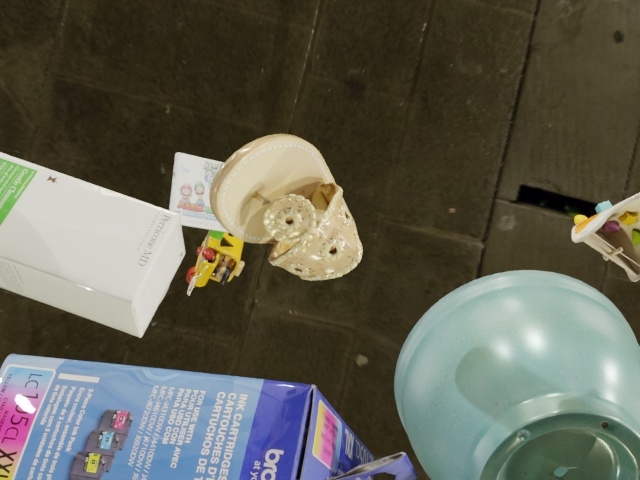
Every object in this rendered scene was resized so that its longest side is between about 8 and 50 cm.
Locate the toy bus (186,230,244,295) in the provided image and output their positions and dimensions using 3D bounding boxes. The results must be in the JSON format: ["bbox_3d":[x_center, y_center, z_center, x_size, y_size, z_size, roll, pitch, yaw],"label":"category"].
[{"bbox_3d":[-0.228,0.044,1.627,0.104,0.191,0.202,22,82,-14],"label":"toy bus"}]

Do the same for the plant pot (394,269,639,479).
[{"bbox_3d":[0.235,0.203,0.769,0.293,0.196,0.293,0,110,0],"label":"plant pot"}]

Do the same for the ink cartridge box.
[{"bbox_3d":[-0.107,0.242,0.726,0.395,0.270,0.151,4,62,18],"label":"ink cartridge box"}]

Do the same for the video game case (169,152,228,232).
[{"bbox_3d":[-0.233,-0.095,1.464,0.157,0.019,0.143,10,82,-37],"label":"video game case"}]

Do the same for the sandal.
[{"bbox_3d":[0.004,-0.005,0.553,0.079,0.240,0.088,38,89,21],"label":"sandal"}]

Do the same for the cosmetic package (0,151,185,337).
[{"bbox_3d":[-0.448,0.006,1.262,0.365,0.155,0.197,17,59,4],"label":"cosmetic package"}]

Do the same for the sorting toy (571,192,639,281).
[{"bbox_3d":[0.266,-0.015,0.605,0.083,0.045,0.075,29,130,-26],"label":"sorting toy"}]
